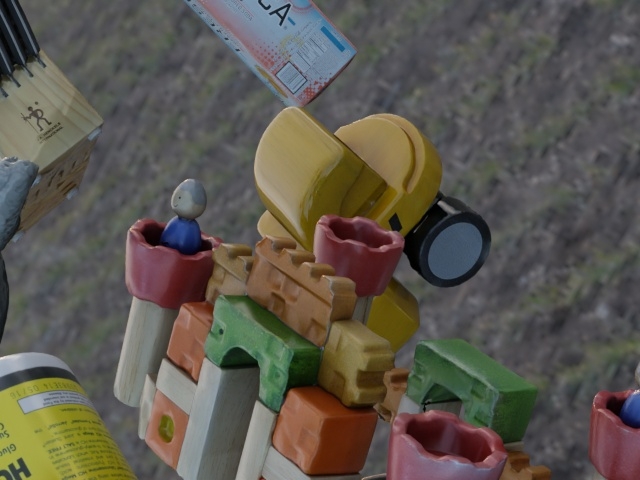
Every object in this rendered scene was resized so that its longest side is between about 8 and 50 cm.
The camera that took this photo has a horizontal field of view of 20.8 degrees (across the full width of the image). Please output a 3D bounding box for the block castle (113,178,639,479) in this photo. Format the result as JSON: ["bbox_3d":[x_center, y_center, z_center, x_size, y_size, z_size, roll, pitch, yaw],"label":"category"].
[{"bbox_3d":[0.051,0.108,1.435,0.453,0.303,0.213,34,117,45],"label":"block castle"}]

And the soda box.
[{"bbox_3d":[-0.059,-0.176,1.214,0.058,0.183,0.063,-45,13,-6],"label":"soda box"}]

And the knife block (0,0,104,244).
[{"bbox_3d":[-0.296,-0.140,1.449,0.088,0.242,0.276,-40,-3,-21],"label":"knife block"}]

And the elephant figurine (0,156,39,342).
[{"bbox_3d":[-0.266,0.040,0.921,0.239,0.186,0.169,-169,76,-64],"label":"elephant figurine"}]

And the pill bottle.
[{"bbox_3d":[-0.266,0.293,1.778,0.188,0.188,0.334,-51,59,25],"label":"pill bottle"}]

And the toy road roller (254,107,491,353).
[{"bbox_3d":[0.000,0.000,1.943,0.329,0.240,0.202,-48,39,3],"label":"toy road roller"}]

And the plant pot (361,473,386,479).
[{"bbox_3d":[0.094,0.406,1.879,0.215,0.230,0.215,-19,37,16],"label":"plant pot"}]
